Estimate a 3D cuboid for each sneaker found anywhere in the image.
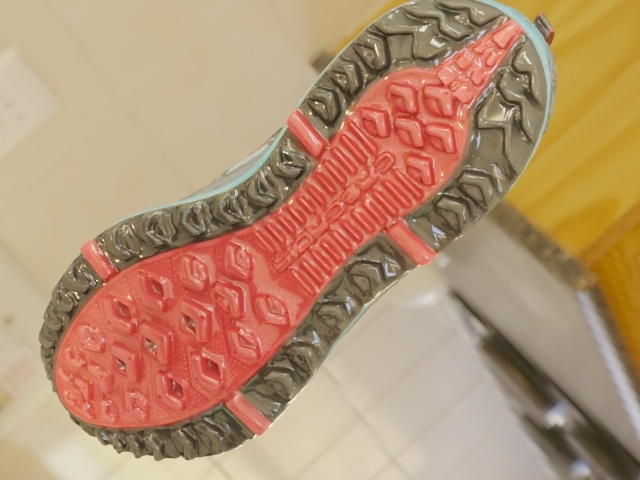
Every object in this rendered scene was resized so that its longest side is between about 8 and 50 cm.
[{"bbox_3d":[0.000,0.000,0.713,0.104,0.262,0.125,56,-158,3],"label":"sneaker"}]
